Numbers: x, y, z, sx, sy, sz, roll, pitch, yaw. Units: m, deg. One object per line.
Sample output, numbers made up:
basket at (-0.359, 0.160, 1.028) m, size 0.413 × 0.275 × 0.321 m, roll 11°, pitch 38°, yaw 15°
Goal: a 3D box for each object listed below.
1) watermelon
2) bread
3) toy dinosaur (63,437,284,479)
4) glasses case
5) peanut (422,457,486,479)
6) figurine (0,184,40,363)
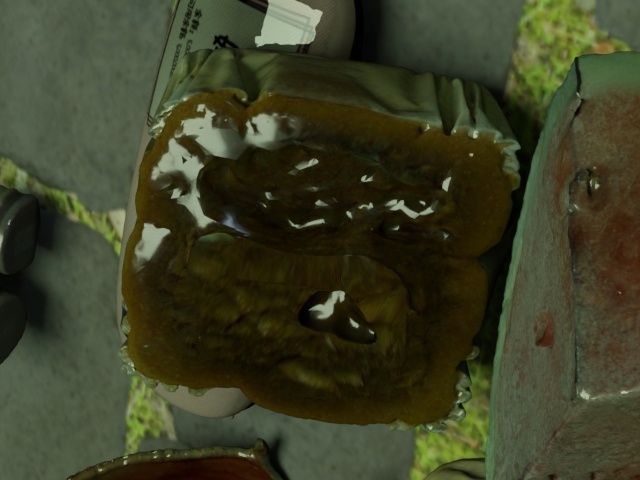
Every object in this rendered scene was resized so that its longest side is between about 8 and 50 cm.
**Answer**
watermelon at (0.192, 0.039, 0.937) m, size 0.260 × 0.176 × 0.256 m, roll -5°, pitch 111°, yaw 10°
bread at (-0.002, 0.000, 1.069) m, size 0.209 × 0.110 × 0.192 m, roll 12°, pitch 112°, yaw 3°
toy dinosaur at (-0.018, 0.266, 1.198) m, size 0.206 × 0.113 × 0.327 m, roll -24°, pitch 86°, yaw 41°
glasses case at (-0.053, -0.038, 1.177) m, size 0.122 × 0.075 × 0.314 m, roll 28°, pitch 117°, yaw 27°
peanut at (0.136, 0.236, 1.070) m, size 0.263 × 0.101 × 0.117 m, roll 52°, pitch 148°, yaw 15°
figurine at (-0.371, -0.025, 1.386) m, size 0.380 × 0.203 × 0.248 m, roll 19°, pitch 119°, yaw 23°
